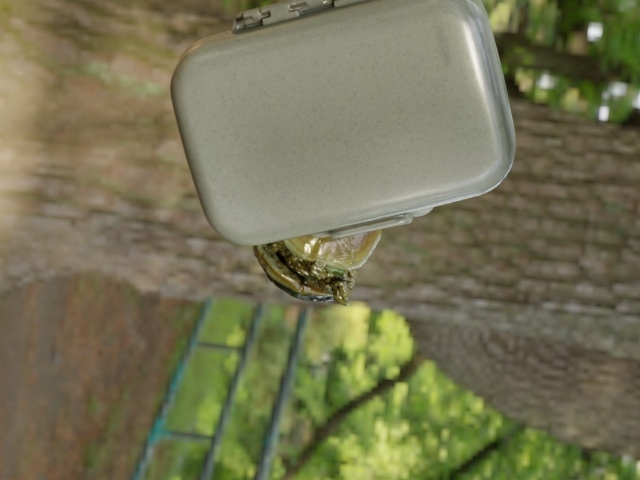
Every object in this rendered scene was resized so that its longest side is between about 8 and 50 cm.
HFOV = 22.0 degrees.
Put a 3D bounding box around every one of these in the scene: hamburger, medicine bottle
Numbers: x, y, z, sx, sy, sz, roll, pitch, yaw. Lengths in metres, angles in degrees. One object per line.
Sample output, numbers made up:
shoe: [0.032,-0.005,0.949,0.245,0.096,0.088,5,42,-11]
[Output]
hamburger: [0.000,0.000,2.044,0.131,0.159,0.185,-43,-119,42]
medicine bottle: [0.026,-0.143,1.890,0.123,0.375,0.282,-78,154,-72]
